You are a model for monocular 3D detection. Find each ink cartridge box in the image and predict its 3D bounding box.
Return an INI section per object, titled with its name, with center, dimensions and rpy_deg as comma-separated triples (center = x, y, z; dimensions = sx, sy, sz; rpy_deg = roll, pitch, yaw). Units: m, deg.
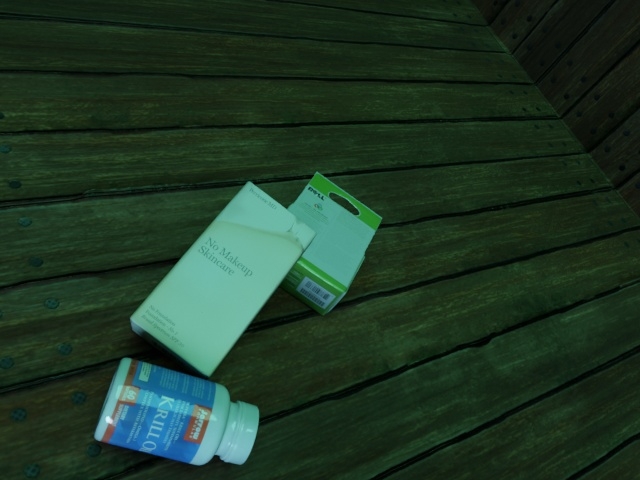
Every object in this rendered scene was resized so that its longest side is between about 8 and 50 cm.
[ink cartridge box]
center = 0.000, 0.000, 1.235
dimensions = 0.189, 0.097, 0.255
rpy_deg = 35, 45, -2

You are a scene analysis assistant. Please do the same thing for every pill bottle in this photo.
[pill bottle]
center = -0.211, 0.264, 0.885
dimensions = 0.222, 0.124, 0.124
rpy_deg = 20, 48, -16

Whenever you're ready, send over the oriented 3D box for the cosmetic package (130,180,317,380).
[cosmetic package]
center = -0.162, 0.069, 1.009
dimensions = 0.160, 0.113, 0.309
rpy_deg = 36, 67, -1
